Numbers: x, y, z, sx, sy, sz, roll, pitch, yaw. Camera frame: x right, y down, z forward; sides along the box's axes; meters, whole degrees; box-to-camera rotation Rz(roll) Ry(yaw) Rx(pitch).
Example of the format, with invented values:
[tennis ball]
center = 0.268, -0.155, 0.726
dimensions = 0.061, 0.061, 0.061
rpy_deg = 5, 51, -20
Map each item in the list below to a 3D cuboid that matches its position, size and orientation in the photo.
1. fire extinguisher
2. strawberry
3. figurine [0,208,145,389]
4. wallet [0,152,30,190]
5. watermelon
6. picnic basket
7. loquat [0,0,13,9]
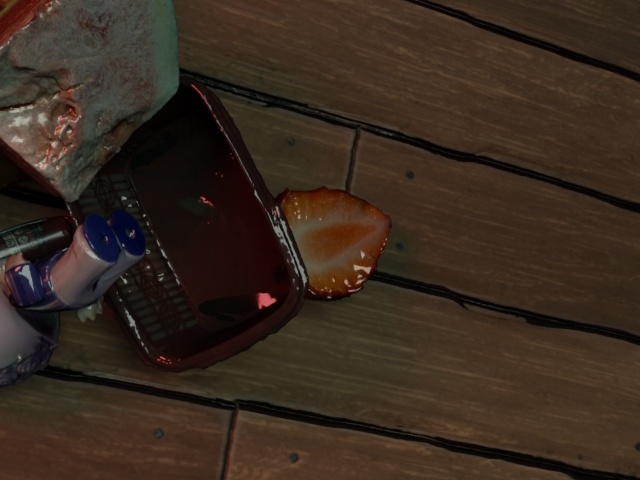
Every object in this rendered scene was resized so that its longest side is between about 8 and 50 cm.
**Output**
[fire extinguisher]
center = -0.326, 0.007, 1.262
dimensions = 0.158, 0.043, 0.064
rpy_deg = -21, 48, -25
[strawberry]
center = 0.000, 0.000, 1.378
dimensions = 0.187, 0.082, 0.146
rpy_deg = -18, 94, -28
[figurine]
center = -0.290, 0.061, 1.172
dimensions = 0.274, 0.194, 0.133
rpy_deg = -29, 88, 7
[wallet]
center = -0.445, -0.078, 1.235
dimensions = 0.255, 0.031, 0.137
rpy_deg = -30, 92, -24
[watermelon]
center = -0.277, -0.177, 1.136
dimensions = 0.193, 0.310, 0.231
rpy_deg = 53, 22, -47
[picnic basket]
center = -0.141, -0.013, 1.263
dimensions = 0.222, 0.129, 0.296
rpy_deg = -28, 85, 12
[loquat]
center = -0.312, -0.326, 1.270
dimensions = 0.204, 0.149, 0.172
rpy_deg = 20, 79, -5
